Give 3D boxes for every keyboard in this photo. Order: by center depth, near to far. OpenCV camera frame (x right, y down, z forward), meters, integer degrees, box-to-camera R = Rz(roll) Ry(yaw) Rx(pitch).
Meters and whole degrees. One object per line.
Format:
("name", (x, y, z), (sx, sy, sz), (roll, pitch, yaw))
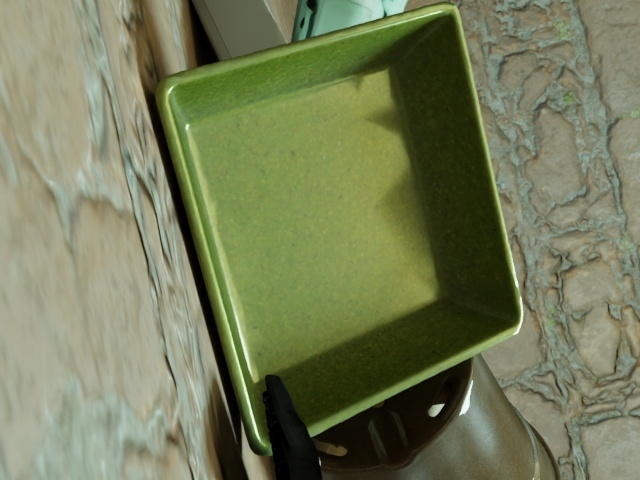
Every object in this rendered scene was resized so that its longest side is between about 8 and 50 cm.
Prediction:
("keyboard", (-0.011, 0.165, 0.544), (0.100, 0.038, 0.192), (-130, -152, -65))

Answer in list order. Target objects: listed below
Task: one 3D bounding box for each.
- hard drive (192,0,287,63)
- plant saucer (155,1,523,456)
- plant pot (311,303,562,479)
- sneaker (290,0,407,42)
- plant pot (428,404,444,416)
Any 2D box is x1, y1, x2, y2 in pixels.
("hard drive", (0.000, 0.000, 0.867), (0.353, 0.047, 0.233), (71, -6, -54))
("plant saucer", (0.009, -0.011, 0.617), (0.045, 0.188, 0.189), (2, -71, 56))
("plant pot", (0.051, 0.126, 0.728), (0.165, 0.166, 0.167), (61, 13, -46))
("sneaker", (0.037, -0.184, 0.787), (0.256, 0.094, 0.151), (110, -8, -67))
("plant pot", (0.061, 0.199, 1.057), (0.096, 0.109, 0.109), (-76, 155, -54))
